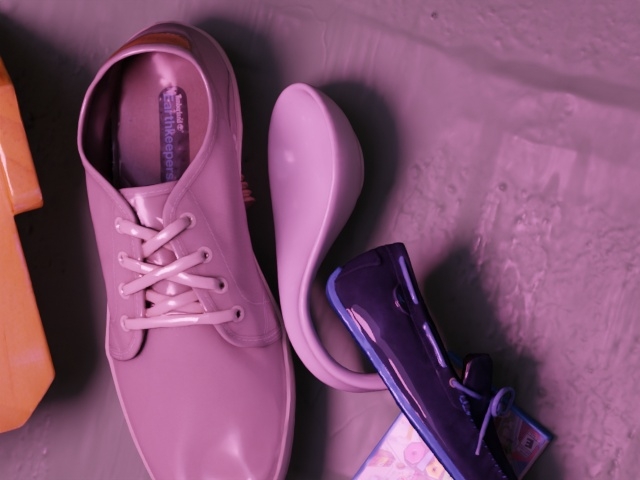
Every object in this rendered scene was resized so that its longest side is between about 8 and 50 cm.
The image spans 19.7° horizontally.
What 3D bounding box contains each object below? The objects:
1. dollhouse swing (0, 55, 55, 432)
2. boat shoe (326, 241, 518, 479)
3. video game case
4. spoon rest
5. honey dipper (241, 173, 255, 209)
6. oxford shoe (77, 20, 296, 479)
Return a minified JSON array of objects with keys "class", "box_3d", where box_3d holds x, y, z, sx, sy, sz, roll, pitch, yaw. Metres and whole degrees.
[{"class":"dollhouse swing","box_3d":[-0.432,0.003,1.694,0.347,0.315,0.305,-16,119,-11]},{"class":"boat shoe","box_3d":[0.106,0.118,1.502,0.089,0.109,0.258,-34,96,-3]},{"class":"video game case","box_3d":[0.106,0.195,1.582,0.119,0.015,0.166,40,106,20]},{"class":"spoon rest","box_3d":[0.000,0.000,1.583,0.137,0.084,0.276,-21,81,63]},{"class":"honey dipper","box_3d":[-0.104,-0.099,1.677,0.030,0.030,0.160,-31,73,22]},{"class":"oxford shoe","box_3d":[-0.124,0.027,1.586,0.169,0.130,0.449,-8,87,12]}]
